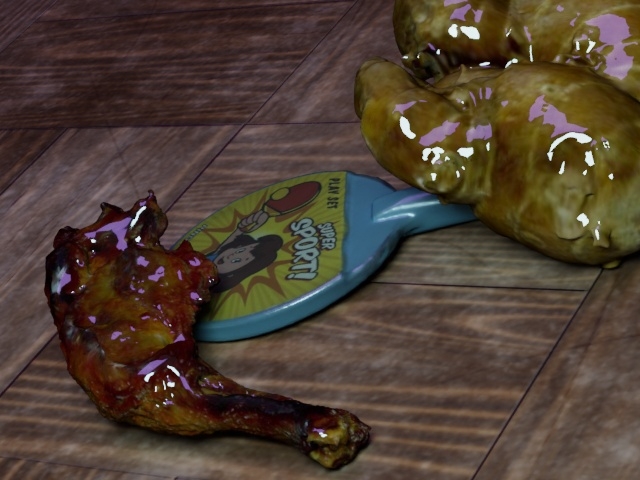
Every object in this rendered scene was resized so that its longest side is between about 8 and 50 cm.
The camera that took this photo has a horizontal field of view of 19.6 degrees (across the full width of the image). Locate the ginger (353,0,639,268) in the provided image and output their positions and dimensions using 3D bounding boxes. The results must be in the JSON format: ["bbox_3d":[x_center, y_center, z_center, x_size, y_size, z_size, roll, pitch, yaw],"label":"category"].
[{"bbox_3d":[0.177,-0.123,1.545,0.274,0.152,0.357,9,41,16],"label":"ginger"}]

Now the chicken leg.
[{"bbox_3d":[-0.114,0.092,1.490,0.158,0.096,0.407,-36,41,-15],"label":"chicken leg"}]

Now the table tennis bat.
[{"bbox_3d":[0.000,0.000,1.617,0.329,0.044,0.215,-17,30,14],"label":"table tennis bat"}]
